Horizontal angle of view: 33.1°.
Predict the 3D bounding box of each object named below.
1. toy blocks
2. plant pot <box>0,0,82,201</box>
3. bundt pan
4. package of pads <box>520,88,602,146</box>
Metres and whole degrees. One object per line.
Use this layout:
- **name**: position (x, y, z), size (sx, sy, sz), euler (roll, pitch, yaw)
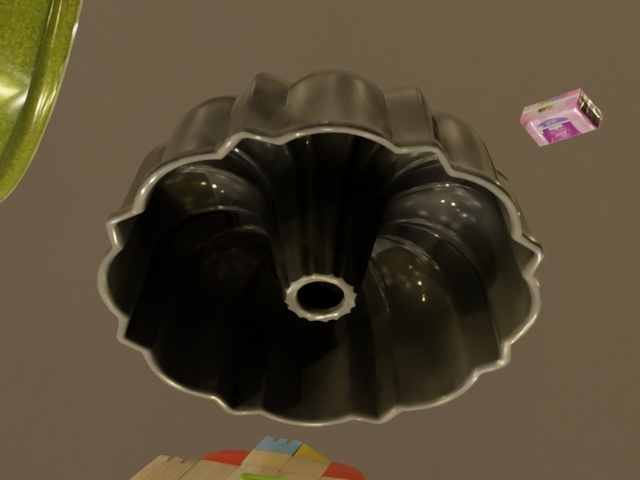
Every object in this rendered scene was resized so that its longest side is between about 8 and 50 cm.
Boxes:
- **toy blocks**: position (-0.050, 0.302, 1.171), size (0.261, 0.381, 0.191), euler (-29, -57, -73)
- **plant pot**: position (-0.328, -0.212, 0.526), size (0.353, 0.366, 0.367), euler (4, -96, -29)
- **bundt pan**: position (0.000, 0.000, 0.832), size (0.331, 0.331, 0.124), euler (33, -143, -29)
- **package of pads**: position (0.283, -0.144, 1.262), size (0.050, 0.083, 0.032), euler (43, -129, -28)
